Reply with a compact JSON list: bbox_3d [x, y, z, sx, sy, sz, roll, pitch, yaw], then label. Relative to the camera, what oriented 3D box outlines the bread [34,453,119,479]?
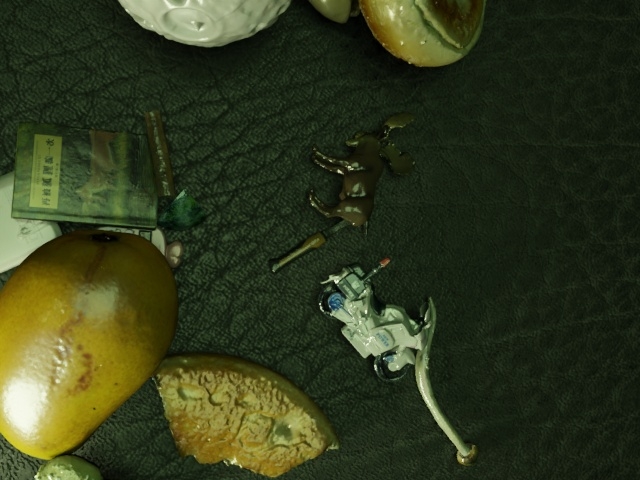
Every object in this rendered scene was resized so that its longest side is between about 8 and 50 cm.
[{"bbox_3d":[-0.375,0.469,1.372,0.207,0.056,0.286,15,110,-15],"label":"bread"}]

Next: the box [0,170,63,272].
[{"bbox_3d":[-0.567,0.000,1.398,0.285,0.044,0.142,-25,91,-11],"label":"box"}]

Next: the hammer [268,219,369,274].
[{"bbox_3d":[0.000,0.000,1.524,0.201,0.021,0.078,-33,95,-10],"label":"hammer"}]

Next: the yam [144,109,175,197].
[{"bbox_3d":[-0.263,-0.141,1.443,0.032,0.032,0.145,-10,84,-12],"label":"yam"}]

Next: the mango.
[{"bbox_3d":[-0.376,0.155,1.346,0.264,0.221,0.378,27,96,-10],"label":"mango"}]

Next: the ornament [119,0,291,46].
[{"bbox_3d":[-0.179,-0.455,1.346,0.337,0.337,0.337,0,88,-11],"label":"ornament"}]

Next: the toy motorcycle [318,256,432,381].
[{"bbox_3d":[0.104,0.126,1.504,0.150,0.102,0.221,-41,96,2],"label":"toy motorcycle"}]

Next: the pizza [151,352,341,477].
[{"bbox_3d":[-0.136,0.290,1.461,0.365,0.074,0.182,19,83,-11],"label":"pizza"}]

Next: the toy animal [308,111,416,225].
[{"bbox_3d":[0.075,-0.126,1.508,0.186,0.094,0.214,6,75,-1],"label":"toy animal"}]

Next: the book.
[{"bbox_3d":[-0.376,-0.103,1.426,0.228,0.024,0.160,5,80,-19],"label":"book"}]

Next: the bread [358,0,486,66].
[{"bbox_3d":[0.164,-0.438,1.473,0.305,0.158,0.305,7,80,-47],"label":"bread"}]

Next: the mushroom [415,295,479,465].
[{"bbox_3d":[0.210,0.254,1.552,0.068,0.043,0.306,-19,91,-29],"label":"mushroom"}]

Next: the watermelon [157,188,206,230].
[{"bbox_3d":[-0.238,-0.054,1.471,0.085,0.085,0.061,-1,48,-12],"label":"watermelon"}]

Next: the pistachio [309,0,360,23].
[{"bbox_3d":[0.006,-0.458,1.498,0.124,0.124,0.185,-28,101,-11],"label":"pistachio"}]

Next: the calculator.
[{"bbox_3d":[-0.312,0.019,1.459,0.166,0.024,0.103,4,87,-9],"label":"calculator"}]
